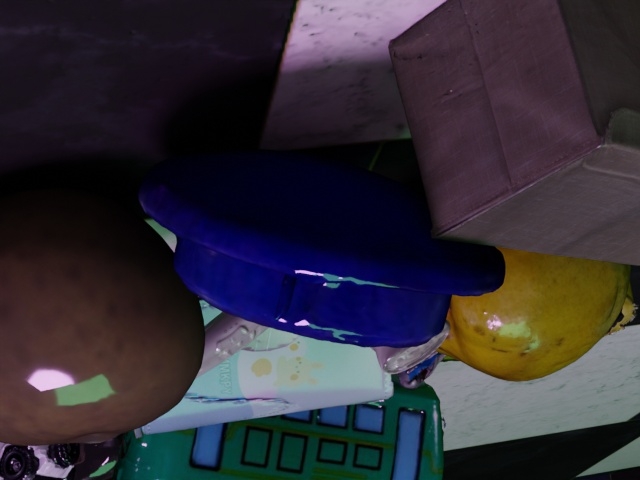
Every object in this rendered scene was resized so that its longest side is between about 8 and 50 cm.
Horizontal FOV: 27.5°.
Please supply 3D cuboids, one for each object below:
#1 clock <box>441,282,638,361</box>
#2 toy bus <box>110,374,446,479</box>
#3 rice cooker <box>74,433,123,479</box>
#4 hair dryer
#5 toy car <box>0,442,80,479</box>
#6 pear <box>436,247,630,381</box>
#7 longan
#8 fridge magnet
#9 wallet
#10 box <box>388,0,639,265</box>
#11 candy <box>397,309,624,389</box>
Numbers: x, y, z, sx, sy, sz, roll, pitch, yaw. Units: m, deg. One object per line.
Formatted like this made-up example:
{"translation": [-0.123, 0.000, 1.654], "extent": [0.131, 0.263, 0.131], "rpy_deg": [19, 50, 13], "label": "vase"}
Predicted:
{"translation": [0.182, 0.063, 1.376], "extent": [0.293, 0.071, 0.277], "rpy_deg": [-2, 160, -5], "label": "clock"}
{"translation": [-0.043, 0.210, 1.380], "extent": [0.343, 0.199, 0.183], "rpy_deg": [11, 177, -15], "label": "toy bus"}
{"translation": [-0.271, 0.234, 1.522], "extent": [0.165, 0.112, 0.106], "rpy_deg": [-14, 165, 13], "label": "rice cooker"}
{"translation": [-0.042, 0.082, 1.052], "extent": [0.237, 0.206, 0.075], "rpy_deg": [-30, 126, -12], "label": "hair dryer"}
{"translation": [-0.323, 0.229, 1.340], "extent": [0.170, 0.070, 0.080], "rpy_deg": [-18, 158, 21], "label": "toy car"}
{"translation": [0.167, 0.026, 1.124], "extent": [0.200, 0.200, 0.200], "rpy_deg": [-10, 160, -4], "label": "pear"}
{"translation": [-0.196, 0.057, 0.982], "extent": [0.220, 0.196, 0.196], "rpy_deg": [2, 161, 7], "label": "longan"}
{"translation": [0.000, 0.000, 0.926], "extent": [0.265, 0.113, 0.265], "rpy_deg": [13, -169, -3], "label": "fridge magnet"}
{"translation": [-0.058, 0.094, 1.219], "extent": [0.250, 0.075, 0.176], "rpy_deg": [-7, 122, -8], "label": "wallet"}
{"translation": [0.190, -0.084, 0.884], "extent": [0.231, 0.149, 0.155], "rpy_deg": [5, 153, -39], "label": "box"}
{"translation": [0.180, 0.092, 1.233], "extent": [0.226, 0.094, 0.051], "rpy_deg": [-15, 119, 3], "label": "candy"}
